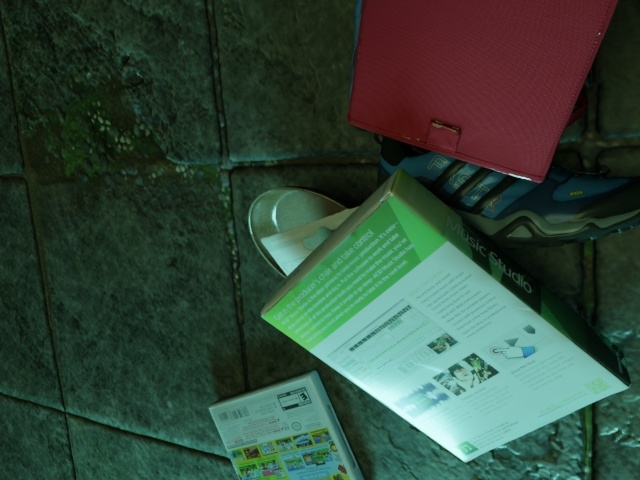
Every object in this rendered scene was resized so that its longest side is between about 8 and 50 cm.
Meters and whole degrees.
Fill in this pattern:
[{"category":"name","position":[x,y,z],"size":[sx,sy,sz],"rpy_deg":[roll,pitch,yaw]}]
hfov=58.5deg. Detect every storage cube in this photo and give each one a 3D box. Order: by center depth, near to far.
[{"category":"storage cube","position":[0.151,-0.199,0.513],"size":[0.215,0.183,0.193],"rpy_deg":[22,132,16]}]

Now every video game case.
[{"category":"video game case","position":[-0.055,0.326,0.893],"size":[0.227,0.026,0.206],"rpy_deg":[-25,87,32]}]

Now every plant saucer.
[{"category":"plant saucer","position":[0.000,0.000,0.740],"size":[0.199,0.036,0.198],"rpy_deg":[19,141,16]}]

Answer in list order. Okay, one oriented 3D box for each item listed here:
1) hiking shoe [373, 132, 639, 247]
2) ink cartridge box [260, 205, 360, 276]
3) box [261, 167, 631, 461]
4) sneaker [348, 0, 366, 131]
[{"category":"hiking shoe","position":[0.188,-0.066,0.606],"size":[0.304,0.113,0.132],"rpy_deg":[1,102,31]},{"category":"ink cartridge box","position":[0.061,0.050,0.688],"size":[0.181,0.056,0.224],"rpy_deg":[-17,116,36]},{"category":"box","position":[0.127,0.101,0.624],"size":[0.322,0.058,0.232],"rpy_deg":[37,127,-12]},{"category":"sneaker","position":[0.070,-0.237,0.677],"size":[0.082,0.069,0.209],"rpy_deg":[46,131,46]}]
